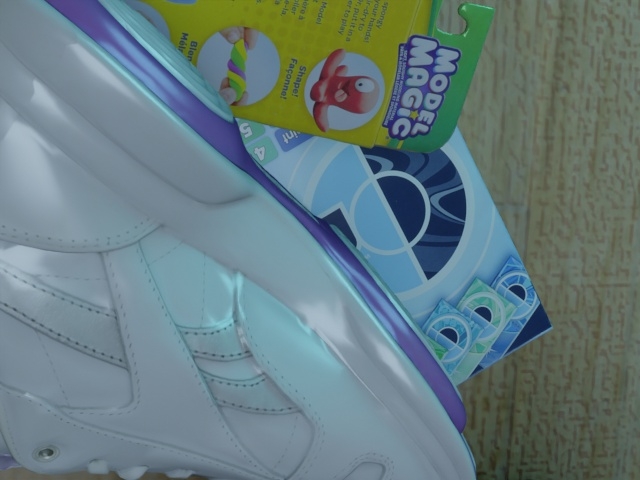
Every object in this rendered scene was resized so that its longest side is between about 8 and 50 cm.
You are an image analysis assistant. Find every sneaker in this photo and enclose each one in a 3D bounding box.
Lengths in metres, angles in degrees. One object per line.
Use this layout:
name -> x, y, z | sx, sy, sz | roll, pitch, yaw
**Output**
sneaker -> -0.054, 0.039, 0.462 | 0.152, 0.114, 0.305 | -42, 122, 3

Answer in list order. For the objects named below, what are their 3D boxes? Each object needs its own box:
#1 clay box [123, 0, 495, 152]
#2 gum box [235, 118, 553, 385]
clay box -> -0.040, -0.117, 0.466 | 0.222, 0.053, 0.127 | 12, 112, -15
gum box -> 0.000, 0.000, 0.561 | 0.157, 0.041, 0.184 | -30, 108, -8
